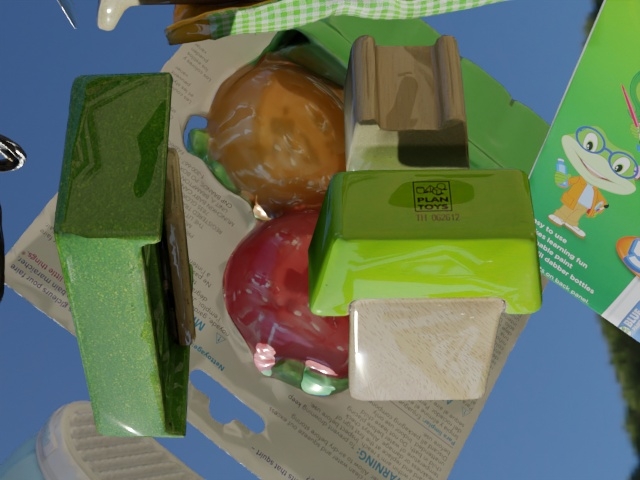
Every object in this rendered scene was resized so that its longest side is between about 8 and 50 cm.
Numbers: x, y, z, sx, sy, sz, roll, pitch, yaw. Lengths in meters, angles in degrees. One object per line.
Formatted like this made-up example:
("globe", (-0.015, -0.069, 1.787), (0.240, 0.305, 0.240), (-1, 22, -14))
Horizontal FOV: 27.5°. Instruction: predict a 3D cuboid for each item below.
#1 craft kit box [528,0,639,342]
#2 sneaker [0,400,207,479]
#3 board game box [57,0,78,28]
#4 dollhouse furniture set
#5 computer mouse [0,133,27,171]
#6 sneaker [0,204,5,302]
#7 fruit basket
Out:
("craft kit box", (0.232, -0.017, 0.645), (0.061, 0.250, 0.247), (-40, -23, -38))
("sneaker", (-0.134, 0.293, 1.128), (0.366, 0.150, 0.135), (47, -157, -15))
("board game box", (-0.271, -0.265, 1.191), (0.169, 0.033, 0.133), (65, -177, -61))
("dollhouse furniture set", (-0.007, -0.074, 0.632), (0.151, 0.197, 0.301), (90, 179, -53))
("computer mouse", (-0.348, -0.132, 1.282), (0.242, 0.071, 0.041), (73, 174, -66))
("sneaker", (-0.210, 0.017, 0.629), (0.109, 0.286, 0.130), (14, -92, -9))
("fruit basket", (0.000, 0.000, 0.926), (0.327, 0.165, 0.353), (38, -117, -8))
